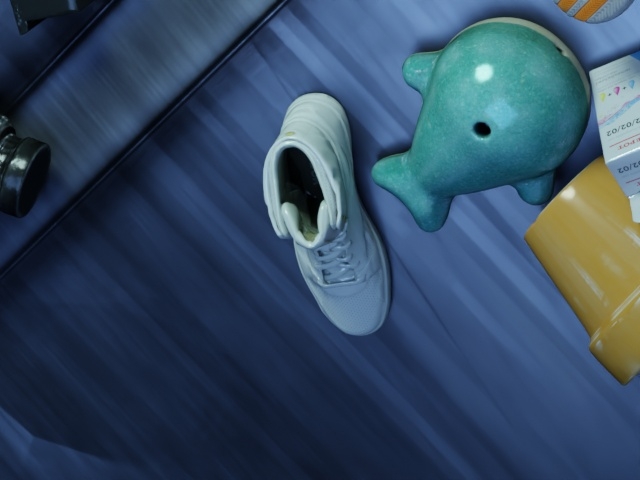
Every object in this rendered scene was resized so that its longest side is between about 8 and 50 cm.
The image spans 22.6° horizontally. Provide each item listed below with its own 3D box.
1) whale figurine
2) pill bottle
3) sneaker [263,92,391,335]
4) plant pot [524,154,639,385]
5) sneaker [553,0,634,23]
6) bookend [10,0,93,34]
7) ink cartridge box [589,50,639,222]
[{"bbox_3d":[0.159,-0.109,1.703,0.216,0.141,0.272,46,123,-2],"label":"whale figurine"},{"bbox_3d":[-0.434,-0.107,1.869,0.219,0.123,0.123,21,115,5],"label":"pill bottle"},{"bbox_3d":[0.000,0.000,1.777,0.108,0.169,0.292,-10,110,16],"label":"sneaker"},{"bbox_3d":[0.326,0.017,1.696,0.188,0.205,0.205,45,116,10],"label":"plant pot"},{"bbox_3d":[0.347,-0.350,1.523,0.124,0.180,0.321,46,141,-6],"label":"sneaker"},{"bbox_3d":[-0.272,-0.323,1.766,0.157,0.072,0.156,-8,110,16],"label":"bookend"},{"bbox_3d":[0.342,-0.115,1.631,0.104,0.181,0.061,-23,132,22],"label":"ink cartridge box"}]
